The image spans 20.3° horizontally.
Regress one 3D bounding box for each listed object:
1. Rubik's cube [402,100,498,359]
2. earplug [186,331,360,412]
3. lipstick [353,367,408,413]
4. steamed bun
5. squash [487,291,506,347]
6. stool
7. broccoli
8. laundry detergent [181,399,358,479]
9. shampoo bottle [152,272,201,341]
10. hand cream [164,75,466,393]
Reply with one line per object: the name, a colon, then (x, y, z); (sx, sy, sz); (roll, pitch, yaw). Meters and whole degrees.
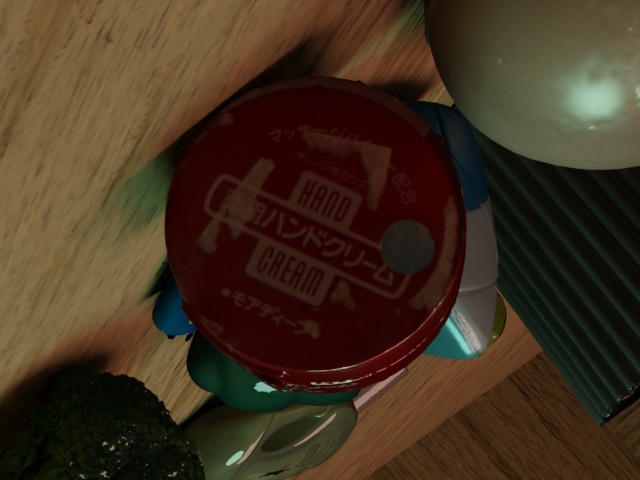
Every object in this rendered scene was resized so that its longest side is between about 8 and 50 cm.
Rubik's cube: (0.061, -0.004, 1.520); (0.254, 0.254, 0.254); (-38, 168, -10)
earplug: (-0.023, 0.076, 1.788); (0.280, 0.164, 0.257); (-20, -164, -28)
lipstick: (0.007, 0.243, 2.560); (0.254, 0.070, 0.070); (-39, 168, -6)
steamed bun: (0.266, -0.200, 1.386); (0.374, 0.241, 0.374); (-37, 164, -12)
squash: (0.200, 0.105, 2.650); (0.105, 0.105, 0.132); (-44, 148, 19)
stool: (0.291, -0.029, 1.829); (0.297, 0.330, 0.297); (-37, 167, -10)
broccoli: (-0.219, 0.248, 1.602); (0.241, 0.269, 0.261); (-8, -160, 16)
laundry detergent: (-0.084, 0.246, 2.185); (0.253, 0.091, 0.181); (-8, 155, -44)
shampoo bottle: (-0.096, 0.029, 1.548); (0.087, 0.050, 0.183); (-34, 166, -35)
hand cream: (0.000, 0.000, 1.335); (0.230, 0.230, 0.149); (-39, 170, -3)
